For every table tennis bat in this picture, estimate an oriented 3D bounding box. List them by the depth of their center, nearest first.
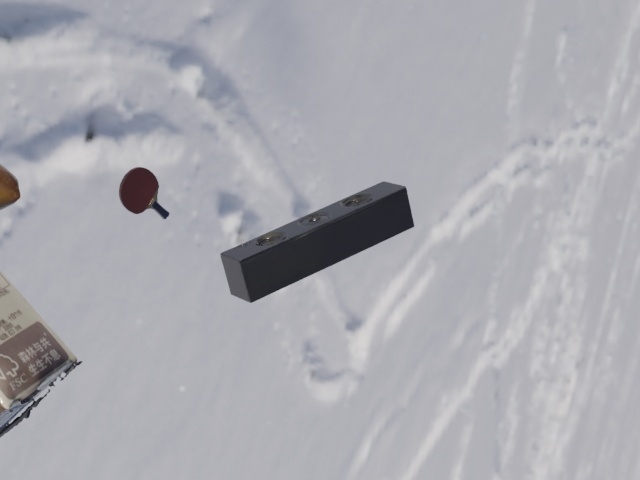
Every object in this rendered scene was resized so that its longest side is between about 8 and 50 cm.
[{"bbox_3d":[-0.192,-0.048,1.429,0.050,0.007,0.083,-60,140,-15],"label":"table tennis bat"}]

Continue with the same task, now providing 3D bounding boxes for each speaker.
[{"bbox_3d":[0.000,0.000,1.225,0.191,0.040,0.046,-25,112,-27],"label":"speaker"}]

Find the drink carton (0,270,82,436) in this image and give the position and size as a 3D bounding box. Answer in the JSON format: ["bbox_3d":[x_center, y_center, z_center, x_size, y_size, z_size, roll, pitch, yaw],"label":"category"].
[{"bbox_3d":[-0.424,0.074,1.282,0.194,0.324,0.132,-42,179,28],"label":"drink carton"}]

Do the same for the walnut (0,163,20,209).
[{"bbox_3d":[-0.235,-0.055,0.507,0.137,0.245,0.137,-155,-90,-89],"label":"walnut"}]
